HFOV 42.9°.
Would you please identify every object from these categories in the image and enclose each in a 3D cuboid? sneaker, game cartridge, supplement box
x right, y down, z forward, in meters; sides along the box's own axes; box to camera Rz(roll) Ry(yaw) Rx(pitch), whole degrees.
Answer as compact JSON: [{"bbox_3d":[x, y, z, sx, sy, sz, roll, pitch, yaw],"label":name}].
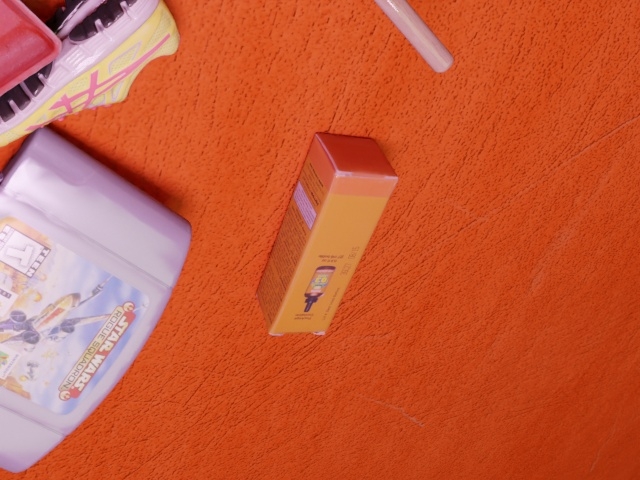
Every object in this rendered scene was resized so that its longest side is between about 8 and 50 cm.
[{"bbox_3d":[-0.201,-0.132,0.668,0.209,0.081,0.094,-31,151,12],"label":"sneaker"},{"bbox_3d":[-0.261,0.066,0.755,0.198,0.062,0.297,35,90,-24],"label":"game cartridge"},{"bbox_3d":[0.000,0.000,0.896,0.078,0.080,0.233,2,128,-28],"label":"supplement box"}]

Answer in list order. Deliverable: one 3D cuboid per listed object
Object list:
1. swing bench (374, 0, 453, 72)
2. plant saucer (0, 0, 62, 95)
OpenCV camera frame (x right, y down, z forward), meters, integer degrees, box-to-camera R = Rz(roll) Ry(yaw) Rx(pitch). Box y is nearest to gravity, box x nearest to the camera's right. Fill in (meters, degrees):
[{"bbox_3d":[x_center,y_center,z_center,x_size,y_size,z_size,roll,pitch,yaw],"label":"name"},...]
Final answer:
[{"bbox_3d":[0.087,-0.313,0.584,0.253,0.165,0.255,-40,131,13],"label":"swing bench"},{"bbox_3d":[-0.363,-0.162,0.558,0.258,0.047,0.259,-29,137,13],"label":"plant saucer"}]
